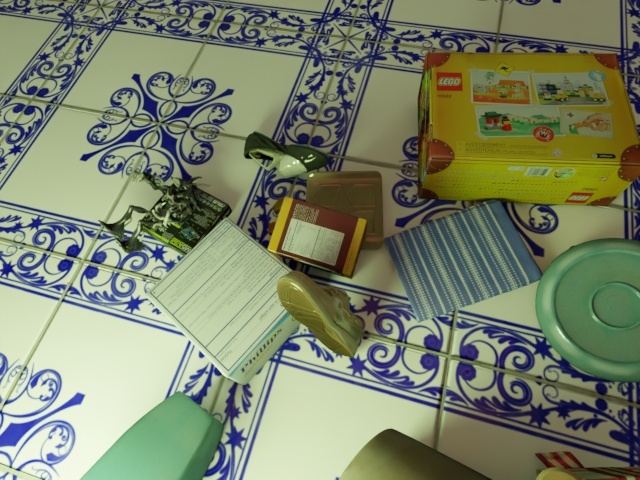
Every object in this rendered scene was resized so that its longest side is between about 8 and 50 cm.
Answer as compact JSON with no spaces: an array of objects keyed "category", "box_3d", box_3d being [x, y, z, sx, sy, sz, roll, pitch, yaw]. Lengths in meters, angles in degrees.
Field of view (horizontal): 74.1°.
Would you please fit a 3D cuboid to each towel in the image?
[{"category":"towel","box_3d":[0.357,0.045,1.081,0.336,0.040,0.243,-19,65,-2]}]

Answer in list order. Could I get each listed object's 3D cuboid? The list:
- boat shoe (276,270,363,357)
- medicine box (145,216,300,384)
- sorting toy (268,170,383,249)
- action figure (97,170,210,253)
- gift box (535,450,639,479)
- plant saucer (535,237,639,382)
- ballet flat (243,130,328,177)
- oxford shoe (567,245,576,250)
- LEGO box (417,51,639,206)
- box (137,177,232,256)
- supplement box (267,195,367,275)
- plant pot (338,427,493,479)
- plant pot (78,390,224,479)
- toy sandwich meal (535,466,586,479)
[{"category":"boat shoe","box_3d":[0.011,0.146,0.922,0.109,0.302,0.098,6,56,40]},{"category":"medicine box","box_3d":[-0.205,0.141,1.011,0.289,0.149,0.263,37,72,20]},{"category":"sorting toy","box_3d":[0.016,-0.082,1.168,0.307,0.041,0.229,0,68,6]},{"category":"action figure","box_3d":[-0.424,-0.093,1.103,0.275,0.141,0.164,-42,67,-10]},{"category":"gift box","box_3d":[0.503,0.502,0.719,0.276,0.258,0.255,-5,64,17]},{"category":"plant saucer","box_3d":[0.646,0.144,0.925,0.317,0.044,0.317,-7,74,26]},{"category":"ballet flat","box_3d":[-0.108,-0.233,1.221,0.280,0.095,0.096,21,77,29]},{"category":"oxford shoe","box_3d":[0.701,0.069,1.019,0.212,0.076,0.076,30,38,11]},{"category":"LEGO box","box_3d":[0.524,-0.305,1.144,0.500,0.193,0.372,4,64,7]},{"category":"box","box_3d":[-0.378,-0.063,1.185,0.190,0.045,0.184,27,72,16]},{"category":"supplement box","box_3d":[0.000,0.000,1.017,0.194,0.191,0.129,17,84,7]},{"category":"plant pot","box_3d":[0.176,0.500,0.739,0.280,0.323,0.323,33,70,35]},{"category":"plant pot","box_3d":[-0.320,0.445,0.868,0.165,0.166,0.234,29,63,17]},{"category":"toy sandwich meal","box_3d":[0.373,0.390,0.651,0.085,0.029,0.085,-10,60,17]}]
